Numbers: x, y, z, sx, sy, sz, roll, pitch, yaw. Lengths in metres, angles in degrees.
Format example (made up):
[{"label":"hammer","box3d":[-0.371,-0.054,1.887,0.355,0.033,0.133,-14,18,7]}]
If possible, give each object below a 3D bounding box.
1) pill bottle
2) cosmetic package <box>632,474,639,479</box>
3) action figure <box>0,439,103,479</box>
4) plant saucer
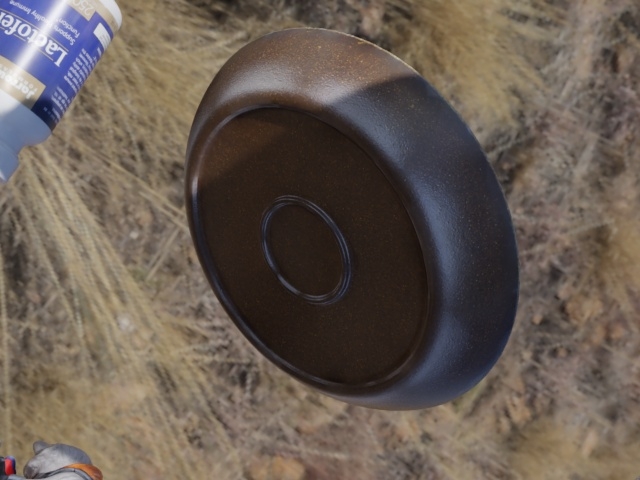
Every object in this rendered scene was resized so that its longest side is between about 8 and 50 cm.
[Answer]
[{"label":"pill bottle","box3d":[-0.376,-0.214,1.262,0.265,0.153,0.153,-61,153,-12]},{"label":"cosmetic package","box3d":[0.361,0.224,0.512,0.284,0.377,0.097,-35,162,-2]},{"label":"action figure","box3d":[-0.283,0.365,1.030,0.341,0.178,0.330,107,-15,-51]},{"label":"plant saucer","box3d":[0.000,0.000,0.756,0.050,0.310,0.311,-31,141,-42]}]
